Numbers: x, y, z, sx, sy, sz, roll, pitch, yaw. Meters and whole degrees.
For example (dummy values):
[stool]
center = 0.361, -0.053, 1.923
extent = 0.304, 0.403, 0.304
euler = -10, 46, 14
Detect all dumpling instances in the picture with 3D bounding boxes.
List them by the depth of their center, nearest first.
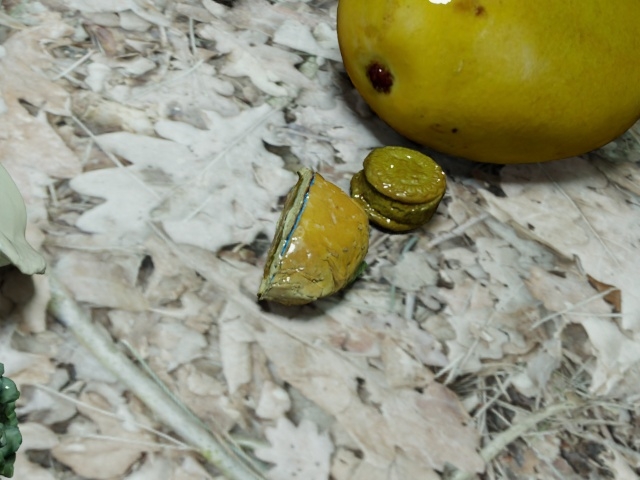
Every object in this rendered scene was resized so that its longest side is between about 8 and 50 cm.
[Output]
[dumpling]
center = -0.321, -0.029, 1.046
extent = 0.229, 0.124, 0.151
euler = 35, 4, 22

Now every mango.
[mango]
center = 0.230, -0.240, 1.407
extent = 0.445, 0.232, 0.300
euler = 0, 82, -28

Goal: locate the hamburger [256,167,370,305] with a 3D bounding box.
[hamburger]
center = 0.006, -0.001, 1.187
extent = 0.102, 0.087, 0.176
euler = 19, 40, -4

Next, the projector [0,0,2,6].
[projector]
center = -0.451, -0.337, 1.189
extent = 0.248, 0.249, 0.249
euler = -11, 54, -34

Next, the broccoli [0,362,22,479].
[broccoli]
center = -0.355, 0.144, 0.782
extent = 0.280, 0.348, 0.293
euler = -6, -1, 10

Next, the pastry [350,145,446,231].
[pastry]
center = 0.086, -0.059, 1.306
extent = 0.109, 0.057, 0.097
euler = -10, 51, -35
